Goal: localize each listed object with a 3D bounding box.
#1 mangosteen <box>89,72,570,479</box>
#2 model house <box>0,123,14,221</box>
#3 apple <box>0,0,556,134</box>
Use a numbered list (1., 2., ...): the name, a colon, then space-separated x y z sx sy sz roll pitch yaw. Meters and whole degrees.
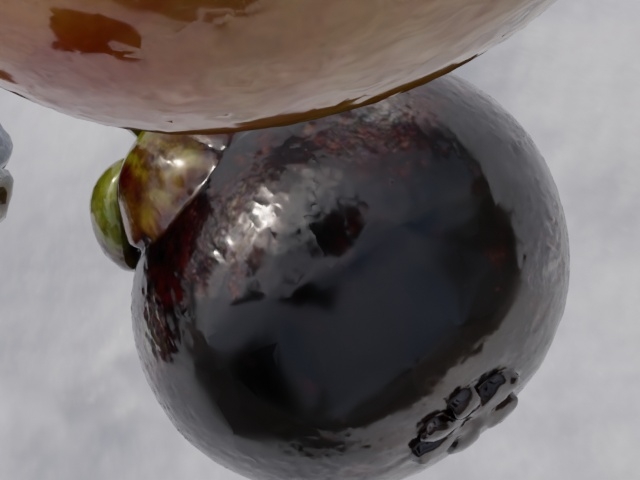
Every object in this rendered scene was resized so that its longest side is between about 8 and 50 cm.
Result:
1. mangosteen: 0.004 0.014 1.111 0.297 0.313 0.297 -17 119 -32
2. model house: -0.445 -0.022 1.145 0.400 0.395 0.445 17 90 8
3. apple: -0.027 -0.162 0.504 0.286 0.233 0.286 0 91 -26
